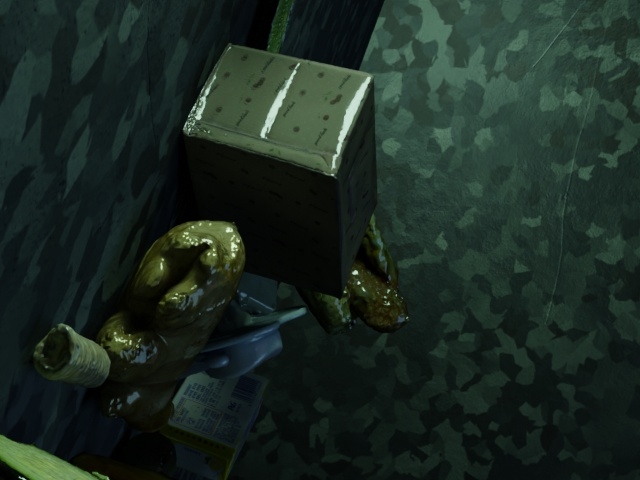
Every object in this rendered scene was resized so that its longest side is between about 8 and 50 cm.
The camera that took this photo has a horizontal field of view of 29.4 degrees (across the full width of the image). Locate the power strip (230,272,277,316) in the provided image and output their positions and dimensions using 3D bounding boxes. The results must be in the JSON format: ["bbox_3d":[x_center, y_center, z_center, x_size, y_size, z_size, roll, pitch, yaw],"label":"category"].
[{"bbox_3d":[-0.115,-0.004,1.962,0.118,0.046,0.270,32,50,-47],"label":"power strip"}]

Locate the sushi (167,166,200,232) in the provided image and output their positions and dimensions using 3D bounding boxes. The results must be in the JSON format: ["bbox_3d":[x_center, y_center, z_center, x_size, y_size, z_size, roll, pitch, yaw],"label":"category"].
[{"bbox_3d":[-0.184,-0.024,1.853,0.219,0.047,0.231,-54,164,-77],"label":"sushi"}]

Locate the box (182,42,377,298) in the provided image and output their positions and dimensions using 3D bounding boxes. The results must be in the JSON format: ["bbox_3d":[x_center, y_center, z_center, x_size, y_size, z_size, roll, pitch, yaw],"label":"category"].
[{"bbox_3d":[-0.047,-0.096,1.725,0.297,0.225,0.190,86,22,-54],"label":"box"}]

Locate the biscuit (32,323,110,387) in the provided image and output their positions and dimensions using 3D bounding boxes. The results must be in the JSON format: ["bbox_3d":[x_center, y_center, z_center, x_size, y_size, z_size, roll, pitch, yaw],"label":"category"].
[{"bbox_3d":[-0.273,0.131,1.357,0.219,0.055,0.061,91,14,-81],"label":"biscuit"}]

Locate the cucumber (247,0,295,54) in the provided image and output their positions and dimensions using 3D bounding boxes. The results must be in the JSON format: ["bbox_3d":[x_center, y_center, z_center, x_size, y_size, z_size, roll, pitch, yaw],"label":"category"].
[{"bbox_3d":[-0.081,-0.307,1.835,0.070,0.046,0.220,-58,166,-62],"label":"cucumber"}]

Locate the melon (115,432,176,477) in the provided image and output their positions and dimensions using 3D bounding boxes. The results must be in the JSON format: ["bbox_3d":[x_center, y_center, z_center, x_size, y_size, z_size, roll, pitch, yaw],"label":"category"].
[{"bbox_3d":[-0.295,0.380,2.031,0.162,0.099,0.099,-58,168,-68],"label":"melon"}]

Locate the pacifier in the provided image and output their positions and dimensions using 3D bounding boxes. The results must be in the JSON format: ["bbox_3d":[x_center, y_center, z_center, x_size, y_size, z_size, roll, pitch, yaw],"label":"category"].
[{"bbox_3d":[-0.165,0.110,2.075,0.299,0.244,0.233,-19,99,-69],"label":"pacifier"}]

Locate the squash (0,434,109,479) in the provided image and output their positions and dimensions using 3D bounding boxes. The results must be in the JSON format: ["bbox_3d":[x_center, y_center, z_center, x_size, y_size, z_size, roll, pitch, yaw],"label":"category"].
[{"bbox_3d":[-0.257,0.272,1.148,0.220,0.220,0.133,85,23,-81],"label":"squash"}]

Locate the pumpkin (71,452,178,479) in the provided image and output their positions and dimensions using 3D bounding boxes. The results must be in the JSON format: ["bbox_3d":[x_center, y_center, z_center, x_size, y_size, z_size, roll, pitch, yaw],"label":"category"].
[{"bbox_3d":[-0.301,0.395,1.686,0.148,0.169,0.312,-63,161,-1],"label":"pumpkin"}]

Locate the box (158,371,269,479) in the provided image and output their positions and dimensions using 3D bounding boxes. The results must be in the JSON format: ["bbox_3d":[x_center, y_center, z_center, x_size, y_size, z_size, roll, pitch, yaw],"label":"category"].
[{"bbox_3d":[-0.222,0.360,2.491,0.265,0.168,0.097,-66,173,-62],"label":"box"}]

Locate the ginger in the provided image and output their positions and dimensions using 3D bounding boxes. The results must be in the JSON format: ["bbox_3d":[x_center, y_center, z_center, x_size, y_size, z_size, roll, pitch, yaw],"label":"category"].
[{"bbox_3d":[-0.207,0.143,1.608,0.236,0.166,0.375,-82,-175,-65],"label":"ginger"}]

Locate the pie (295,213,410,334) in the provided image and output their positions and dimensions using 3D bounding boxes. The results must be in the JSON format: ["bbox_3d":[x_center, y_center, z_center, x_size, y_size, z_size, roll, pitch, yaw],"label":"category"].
[{"bbox_3d":[-0.011,-0.015,2.233,0.395,0.180,0.418,67,-11,-16],"label":"pie"}]
